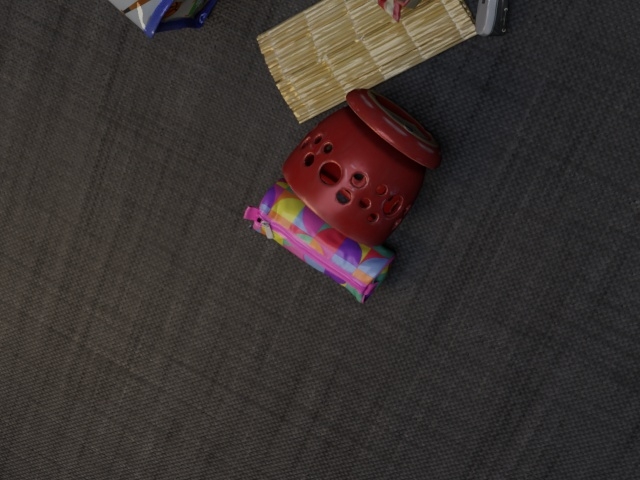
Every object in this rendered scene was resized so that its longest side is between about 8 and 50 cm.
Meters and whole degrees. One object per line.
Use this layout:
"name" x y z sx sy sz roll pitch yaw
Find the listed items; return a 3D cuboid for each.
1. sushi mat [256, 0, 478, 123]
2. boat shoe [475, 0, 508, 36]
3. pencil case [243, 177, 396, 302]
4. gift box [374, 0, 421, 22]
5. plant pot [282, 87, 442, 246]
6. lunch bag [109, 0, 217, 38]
"sushi mat" 0.063 -0.306 1.400 0.317 0.019 0.151 -23 97 24
"boat shoe" 0.250 -0.355 1.310 0.040 0.049 0.142 4 109 -17
"pencil case" 0.000 0.000 1.475 0.236 0.104 0.104 32 114 7
"gift box" 0.097 -0.442 1.213 0.255 0.258 0.276 -41 82 25
"plant pot" 0.067 -0.115 1.372 0.191 0.191 0.174 39 106 4
"lunch bag" -0.224 -0.534 1.308 0.328 0.239 0.385 41 115 -1
